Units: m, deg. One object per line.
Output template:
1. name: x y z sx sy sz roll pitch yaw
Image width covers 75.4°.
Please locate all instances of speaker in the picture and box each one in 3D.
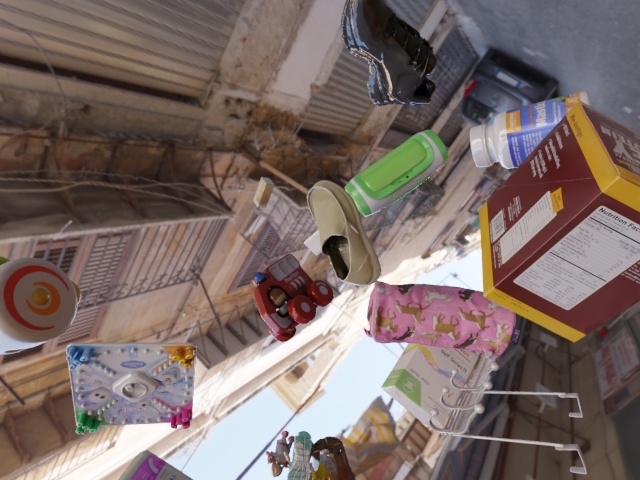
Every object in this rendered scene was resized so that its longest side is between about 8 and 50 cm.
1. speaker: 0.222 -0.197 1.221 0.131 0.297 0.131 55 -178 -3

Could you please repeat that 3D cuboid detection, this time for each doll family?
1. doll family: -0.038 0.697 1.258 0.263 0.118 0.163 42 -151 -11

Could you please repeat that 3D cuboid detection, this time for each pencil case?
1. pencil case: 0.313 0.209 1.114 0.387 0.159 0.167 7 -145 3

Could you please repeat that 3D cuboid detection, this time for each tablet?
1. tablet: 0.000 0.000 1.153 0.054 0.083 0.006 45 -157 -10

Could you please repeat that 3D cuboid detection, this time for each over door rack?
1. over door rack: 0.455 0.401 1.008 0.325 0.108 0.240 2 -168 31

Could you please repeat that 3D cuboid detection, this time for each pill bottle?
1. pill bottle: 0.538 -0.271 1.066 0.152 0.272 0.152 17 -110 -55

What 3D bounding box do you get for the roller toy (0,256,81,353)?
1. roller toy: -0.645 0.140 0.898 0.209 0.147 0.191 51 -154 -44

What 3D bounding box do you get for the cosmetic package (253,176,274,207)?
1. cosmetic package: -0.236 -0.199 1.718 0.041 0.115 0.060 4 -148 -35

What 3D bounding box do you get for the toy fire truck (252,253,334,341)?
1. toy fire truck: -0.120 0.194 1.484 0.254 0.169 0.302 47 -144 7

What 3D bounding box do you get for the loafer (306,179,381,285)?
1. loafer: 0.039 -0.020 0.916 0.092 0.102 0.268 -10 -117 -44

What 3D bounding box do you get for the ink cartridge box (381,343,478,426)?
1. ink cartridge box: 0.399 0.428 1.439 0.207 0.119 0.353 39 -117 3

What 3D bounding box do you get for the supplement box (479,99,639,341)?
1. supplement box: 0.310 -0.025 0.501 0.129 0.194 0.191 27 -138 -4

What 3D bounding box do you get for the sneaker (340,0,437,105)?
1. sneaker: 0.130 -0.333 0.712 0.130 0.108 0.286 19 174 29

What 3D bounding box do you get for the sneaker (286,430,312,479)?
1. sneaker: -0.054 0.618 1.166 0.065 0.166 0.076 12 169 2

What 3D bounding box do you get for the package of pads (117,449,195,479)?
1. package of pads: -0.375 0.671 0.980 0.297 0.101 0.229 34 -159 0

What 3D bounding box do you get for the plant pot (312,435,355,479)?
1. plant pot: 0.040 0.852 1.569 0.167 0.165 0.167 -8 -161 3

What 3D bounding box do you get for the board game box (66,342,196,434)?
1. board game box: -0.634 0.511 1.411 0.391 0.389 0.050 4 -152 -15
